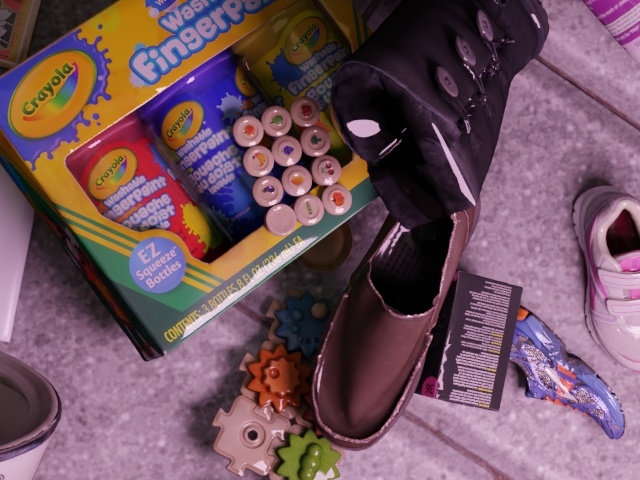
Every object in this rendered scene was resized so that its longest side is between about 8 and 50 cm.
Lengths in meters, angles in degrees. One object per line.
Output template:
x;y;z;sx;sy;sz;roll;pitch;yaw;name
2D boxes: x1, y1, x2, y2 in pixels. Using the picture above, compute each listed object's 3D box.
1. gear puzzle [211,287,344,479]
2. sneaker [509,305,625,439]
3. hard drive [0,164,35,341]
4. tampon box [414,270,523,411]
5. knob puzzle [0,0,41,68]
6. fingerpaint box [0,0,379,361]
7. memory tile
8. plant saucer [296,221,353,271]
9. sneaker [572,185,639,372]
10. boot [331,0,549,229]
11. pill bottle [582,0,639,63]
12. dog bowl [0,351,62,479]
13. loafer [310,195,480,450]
-0.038;0.229;1.742;0.175;0.044;0.339;29;70;-7;gear puzzle
0.310;0.183;1.831;0.221;0.083;0.087;44;94;0;sneaker
-0.457;-0.050;1.722;0.210;0.040;0.318;11;85;-9;hard drive
0.170;0.124;1.769;0.101;0.120;0.161;15;84;-26;tampon box
-0.444;-0.318;1.736;0.213;0.030;0.213;0;91;-5;knob puzzle
-0.132;-0.133;1.695;0.445;0.163;0.371;-36;93;-17;fingerpaint box
-0.033;-0.087;1.625;0.113;0.012;0.148;-20;89;-17;memory tile
0.000;0.000;1.810;0.083;0.015;0.083;1;86;-10;plant saucer
0.395;0.050;1.822;0.103;0.111;0.252;-15;89;-4;sneaker
0.097;-0.264;1.634;0.367;0.146;0.445;47;40;-11;boot
0.385;-0.392;1.819;0.169;0.169;0.301;-43;95;-9;pill bottle
-0.499;0.223;1.537;0.408;0.408;0.150;9;103;-9;dog bowl
0.074;0.082;1.662;0.134;0.130;0.366;21;99;9;loafer
